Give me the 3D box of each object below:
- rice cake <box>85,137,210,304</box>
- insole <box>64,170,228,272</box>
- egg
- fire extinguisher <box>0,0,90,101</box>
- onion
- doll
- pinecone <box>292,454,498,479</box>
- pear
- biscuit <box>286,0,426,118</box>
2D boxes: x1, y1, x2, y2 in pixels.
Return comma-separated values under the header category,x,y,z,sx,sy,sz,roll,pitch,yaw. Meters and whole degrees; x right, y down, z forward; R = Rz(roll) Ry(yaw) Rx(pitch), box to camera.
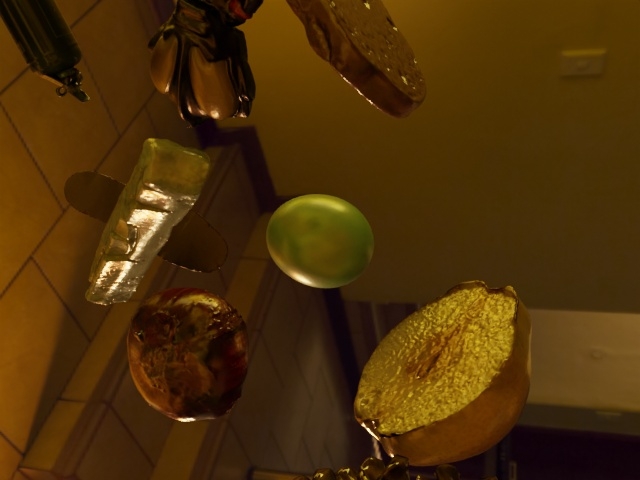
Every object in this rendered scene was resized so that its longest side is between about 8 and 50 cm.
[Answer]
category,x,y,z,sx,sy,sz,roll,pitch,yaw
rice cake,-0.205,-0.011,0.707,0.336,0.066,0.063,-44,-135,51
insole,-0.321,-0.036,1.188,0.111,0.328,0.007,-63,-159,-2
egg,0.000,0.000,1.484,0.270,0.220,0.220,22,63,-31
fire extinguisher,-0.490,-0.382,1.072,0.095,0.114,0.311,-36,117,-28
onion,-0.222,0.194,1.128,0.219,0.252,0.252,-18,110,-49
doll,-0.122,-0.211,0.637,0.088,0.127,0.248,-21,152,-31
pinecone,0.054,0.294,0.514,0.243,0.257,0.243,7,90,-76
pear,0.263,0.276,1.218,0.386,0.340,0.191,-42,112,-13
biscuit,0.034,-0.355,0.967,0.381,0.074,0.359,51,25,-4
